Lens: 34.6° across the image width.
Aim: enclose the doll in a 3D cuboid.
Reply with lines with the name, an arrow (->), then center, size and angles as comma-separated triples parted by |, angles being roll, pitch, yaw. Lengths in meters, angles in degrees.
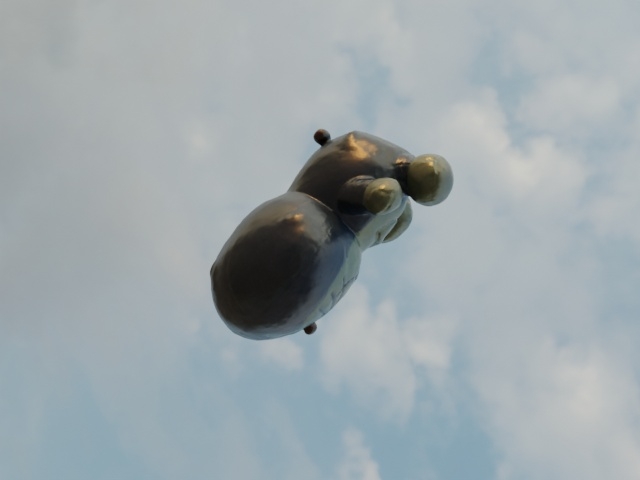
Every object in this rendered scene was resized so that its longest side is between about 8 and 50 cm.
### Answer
doll -> 0.000, 0.000, 1.074 | 0.154, 0.258, 0.228 | 39, -18, -6
